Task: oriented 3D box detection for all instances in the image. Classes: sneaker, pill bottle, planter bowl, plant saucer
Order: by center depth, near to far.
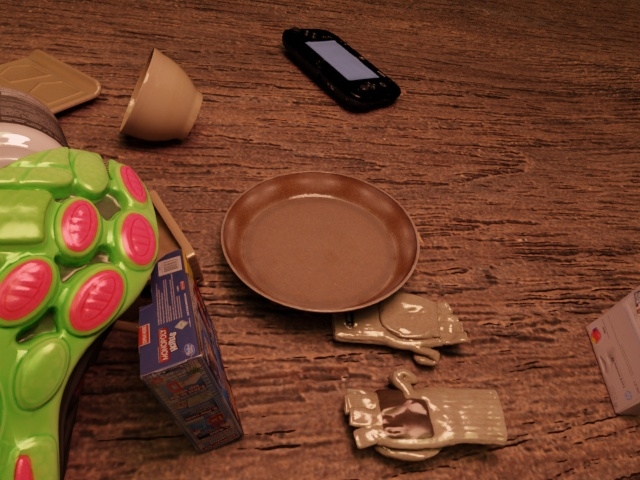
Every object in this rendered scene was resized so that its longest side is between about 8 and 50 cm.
[{"bbox_3d":[-0.305,0.120,0.450,0.185,0.202,0.484,28,61,-33],"label":"sneaker"},{"bbox_3d":[-0.422,-0.097,0.628,0.161,0.162,0.283,-19,38,-25],"label":"pill bottle"},{"bbox_3d":[0.000,0.000,0.741,0.310,0.050,0.311,3,44,-3],"label":"plant saucer"},{"bbox_3d":[-0.285,-0.250,0.853,0.109,0.162,0.162,22,44,-28],"label":"planter bowl"}]

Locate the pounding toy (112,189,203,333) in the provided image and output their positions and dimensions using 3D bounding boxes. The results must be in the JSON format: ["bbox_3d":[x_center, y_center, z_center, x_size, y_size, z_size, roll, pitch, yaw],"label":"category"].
[{"bbox_3d":[-0.271,0.063,0.630,0.206,0.094,0.181,-30,67,-20],"label":"pounding toy"}]

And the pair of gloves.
[{"bbox_3d":[0.124,0.178,0.642,0.203,0.042,0.240,-3,46,-8],"label":"pair of gloves"}]

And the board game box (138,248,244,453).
[{"bbox_3d":[-0.149,0.143,0.542,0.060,0.194,0.194,-18,34,-11],"label":"board game box"}]

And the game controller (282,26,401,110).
[{"bbox_3d":[0.047,-0.419,1.104,0.166,0.067,0.319,-25,60,-28],"label":"game controller"}]

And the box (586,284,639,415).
[{"bbox_3d":[0.462,0.141,0.645,0.038,0.186,0.145,10,49,-6],"label":"box"}]

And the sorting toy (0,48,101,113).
[{"bbox_3d":[-0.611,-0.297,0.892,0.307,0.041,0.229,29,51,18],"label":"sorting toy"}]
